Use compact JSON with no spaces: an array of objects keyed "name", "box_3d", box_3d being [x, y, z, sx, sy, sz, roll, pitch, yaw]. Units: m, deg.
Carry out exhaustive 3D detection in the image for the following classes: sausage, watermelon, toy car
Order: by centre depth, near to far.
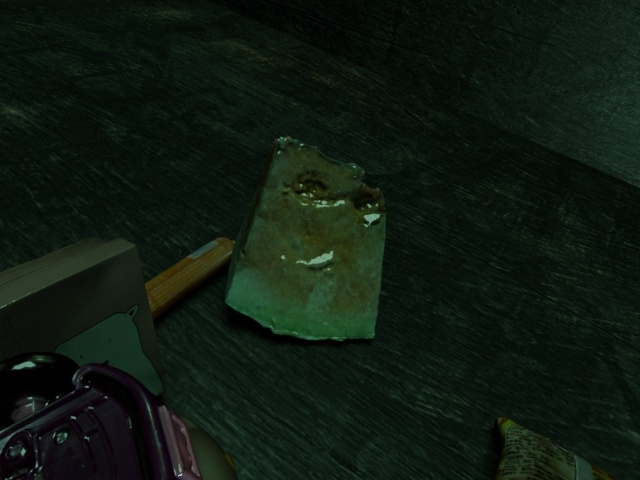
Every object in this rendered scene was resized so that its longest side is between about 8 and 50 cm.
[{"name":"toy car","box_3d":[-0.221,0.269,0.388,0.341,0.240,0.271,-27,46,-8]},{"name":"sausage","box_3d":[-0.238,0.077,0.758,0.053,0.053,0.348,28,36,16]},{"name":"watermelon","box_3d":[-0.005,0.005,0.830,0.265,0.301,0.151,14,1,-16]}]

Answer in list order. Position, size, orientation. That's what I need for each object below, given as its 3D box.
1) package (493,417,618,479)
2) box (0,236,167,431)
[{"name":"package","box_3d":[0.294,0.338,0.572,0.224,0.108,0.288,30,35,15]},{"name":"box","box_3d":[-0.291,0.127,0.533,0.086,0.214,0.215,15,31,31]}]
